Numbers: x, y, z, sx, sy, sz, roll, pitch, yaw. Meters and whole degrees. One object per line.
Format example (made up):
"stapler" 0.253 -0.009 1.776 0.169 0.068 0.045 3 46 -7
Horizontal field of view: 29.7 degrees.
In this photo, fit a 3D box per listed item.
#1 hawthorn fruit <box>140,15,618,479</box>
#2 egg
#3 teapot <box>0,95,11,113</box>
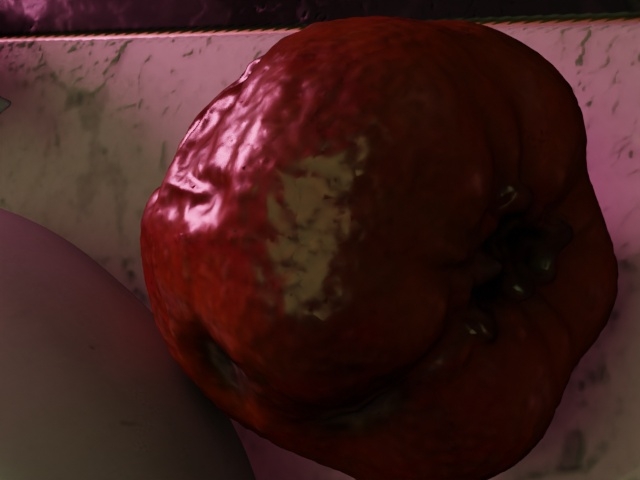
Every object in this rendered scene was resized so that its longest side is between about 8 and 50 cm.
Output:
"hawthorn fruit" 0.000 0.000 0.557 0.243 0.207 0.207 10 85 45
"egg" -0.176 0.105 0.610 0.371 0.230 0.229 26 94 35
"teapot" -0.300 -0.101 0.791 0.232 0.159 0.158 -9 75 42
